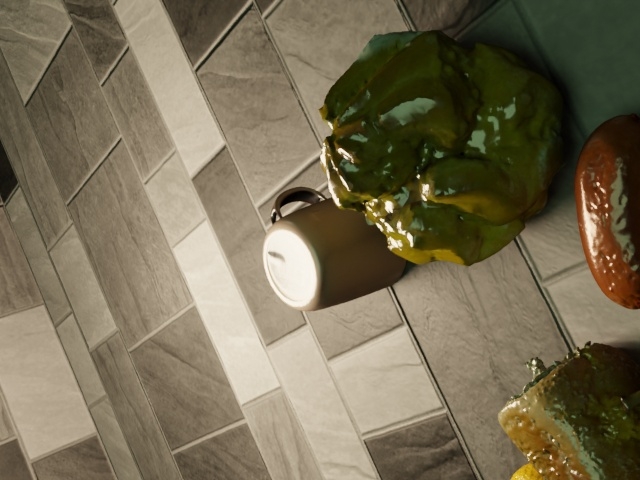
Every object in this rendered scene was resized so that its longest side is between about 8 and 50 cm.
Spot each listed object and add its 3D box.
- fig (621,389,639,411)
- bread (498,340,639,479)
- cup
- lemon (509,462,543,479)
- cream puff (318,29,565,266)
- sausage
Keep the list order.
[{"bbox_3d":[0.528,0.171,1.048,0.249,0.186,0.204,22,109,61],"label":"fig"},{"bbox_3d":[0.386,0.253,1.215,0.246,0.195,0.176,51,140,23],"label":"bread"},{"bbox_3d":[0.000,0.000,1.553,0.253,0.200,0.192,49,135,25],"label":"cup"},{"bbox_3d":[0.369,0.423,1.341,0.187,0.142,0.142,23,121,34],"label":"lemon"},{"bbox_3d":[0.152,-0.130,1.278,0.378,0.275,0.379,18,117,41],"label":"cream puff"},{"bbox_3d":[0.404,-0.035,1.141,0.133,0.133,0.259,0,105,49],"label":"sausage"}]
